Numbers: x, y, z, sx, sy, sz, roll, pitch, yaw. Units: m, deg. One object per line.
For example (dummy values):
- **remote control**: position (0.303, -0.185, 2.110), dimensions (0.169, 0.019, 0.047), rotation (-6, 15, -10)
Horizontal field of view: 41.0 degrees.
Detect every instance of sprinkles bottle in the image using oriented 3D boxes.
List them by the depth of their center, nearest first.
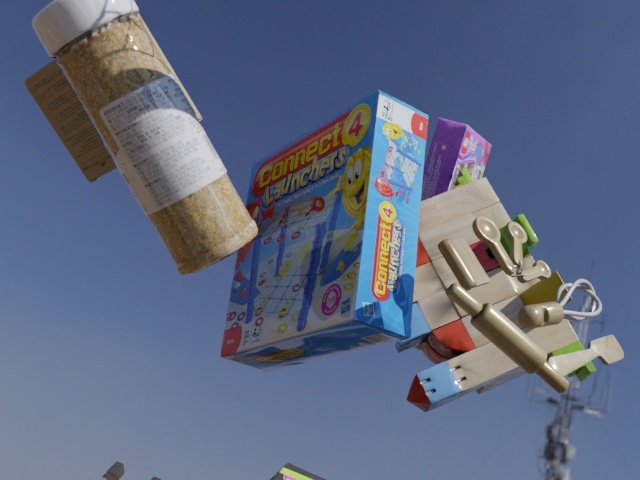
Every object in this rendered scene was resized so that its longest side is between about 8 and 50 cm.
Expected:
- **sprinkles bottle**: position (-0.208, -0.135, 1.045), dimensions (0.121, 0.121, 0.356), rotation (-16, -73, 50)

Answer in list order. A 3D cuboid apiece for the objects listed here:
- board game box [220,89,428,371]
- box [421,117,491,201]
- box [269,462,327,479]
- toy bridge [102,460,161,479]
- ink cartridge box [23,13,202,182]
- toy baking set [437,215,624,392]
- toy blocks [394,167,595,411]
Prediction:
- **board game box**: position (0.000, 0.000, 1.134), dimensions (0.086, 0.302, 0.308), rotation (21, -27, -31)
- **box**: position (0.246, -0.106, 1.601), dimensions (0.057, 0.201, 0.293), rotation (18, 5, 19)
- **box**: position (-0.011, 0.180, 0.478), dimensions (0.062, 0.083, 0.052), rotation (17, 18, 20)
- **toy bridge**: position (-0.295, 0.430, 1.457), dimensions (0.188, 0.063, 0.026), rotation (13, -60, 23)
- **ink cartridge box**: position (-0.323, -0.217, 1.324), dimensions (0.234, 0.088, 0.193), rotation (-16, -69, 42)
- **toy baking set**: position (0.239, 0.069, 0.938), dimensions (0.256, 0.197, 0.030), rotation (44, -47, -2)
- **toy blocks**: position (0.192, 0.086, 1.288), dimensions (0.260, 0.382, 0.191), rotation (-21, -22, -11)
